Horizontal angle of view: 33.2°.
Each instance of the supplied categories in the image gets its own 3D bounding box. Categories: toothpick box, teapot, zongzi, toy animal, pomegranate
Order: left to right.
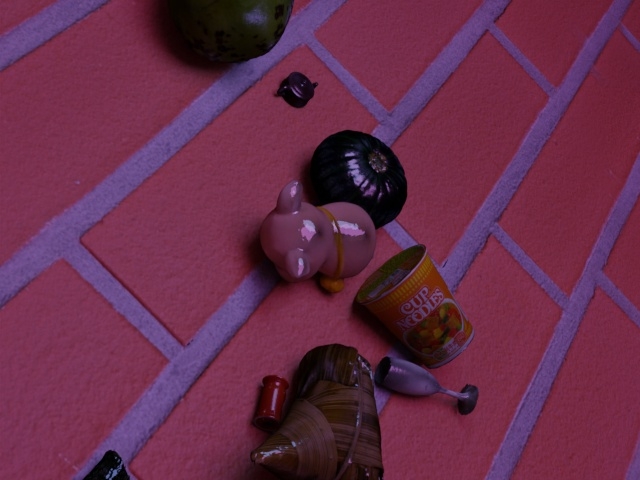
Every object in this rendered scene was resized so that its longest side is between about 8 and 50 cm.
[{"bbox_3d":[-0.161,-0.441,1.990,0.254,0.271,0.254,-3,48,3],"label":"pomegranate"},{"bbox_3d":[-0.077,0.259,1.722,0.047,0.047,0.083,30,47,-21],"label":"toothpick box"},{"bbox_3d":[-0.044,-0.301,2.118,0.100,0.045,0.068,-14,71,-45],"label":"teapot"},{"bbox_3d":[-0.020,0.266,1.671,0.288,0.134,0.286,31,40,-43],"label":"zongzi"},{"bbox_3d":[0.002,0.002,1.889,0.248,0.149,0.165,3,64,-48],"label":"toy animal"}]

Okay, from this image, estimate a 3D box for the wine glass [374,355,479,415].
[{"bbox_3d":[0.189,0.260,1.935,0.198,0.066,0.066,21,51,-25],"label":"wine glass"}]

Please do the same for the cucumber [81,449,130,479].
[{"bbox_3d":[-0.334,0.366,1.436,0.058,0.052,0.214,35,43,12],"label":"cucumber"}]

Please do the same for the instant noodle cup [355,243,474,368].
[{"bbox_3d":[0.181,0.128,1.960,0.185,0.168,0.168,51,43,-12],"label":"instant noodle cup"}]

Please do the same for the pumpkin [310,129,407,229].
[{"bbox_3d":[0.076,-0.117,2.030,0.202,0.140,0.202,23,50,-31],"label":"pumpkin"}]
